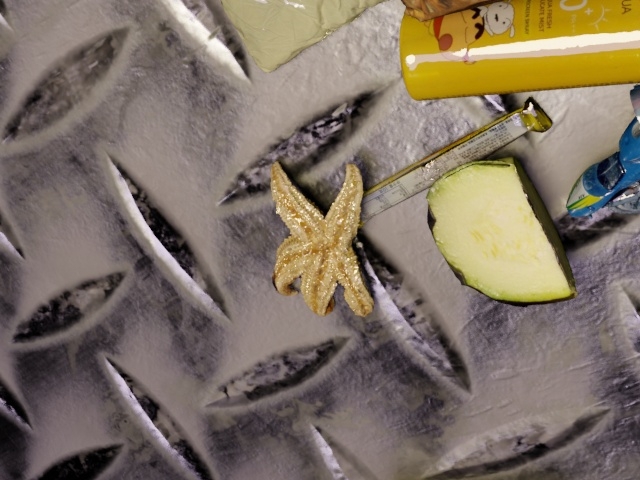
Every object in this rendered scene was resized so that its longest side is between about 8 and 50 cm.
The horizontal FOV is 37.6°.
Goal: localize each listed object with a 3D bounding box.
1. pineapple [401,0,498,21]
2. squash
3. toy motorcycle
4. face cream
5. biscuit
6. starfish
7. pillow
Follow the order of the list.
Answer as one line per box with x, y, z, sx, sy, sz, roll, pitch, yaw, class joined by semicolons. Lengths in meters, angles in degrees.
0.116;-0.400;0.888;0.165;0.165;0.364;-6;103;24;pineapple
0.220;-0.021;1.122;0.184;0.085;0.192;-7;114;56;squash
0.350;-0.097;0.973;0.136;0.092;0.254;5;148;-15;toy motorcycle
0.262;-0.209;0.978;0.349;0.105;0.105;-1;115;22;face cream
0.141;-0.087;1.134;0.292;0.026;0.048;-27;107;31;biscuit
-0.001;0.000;1.203;0.216;0.071;0.238;36;127;4;starfish
-0.032;-0.355;1.035;0.281;0.076;0.274;-24;107;30;pillow
